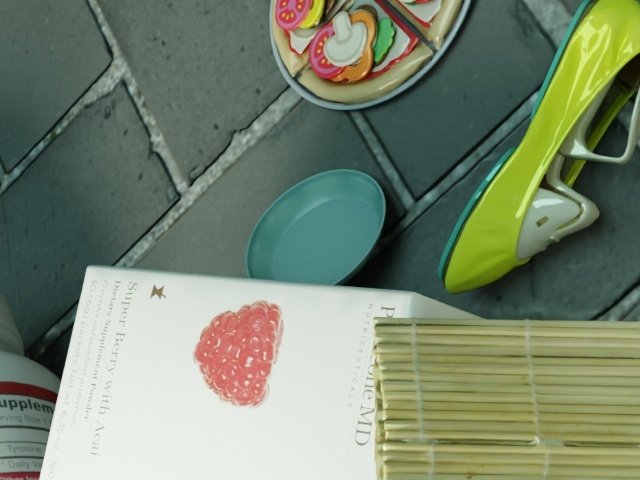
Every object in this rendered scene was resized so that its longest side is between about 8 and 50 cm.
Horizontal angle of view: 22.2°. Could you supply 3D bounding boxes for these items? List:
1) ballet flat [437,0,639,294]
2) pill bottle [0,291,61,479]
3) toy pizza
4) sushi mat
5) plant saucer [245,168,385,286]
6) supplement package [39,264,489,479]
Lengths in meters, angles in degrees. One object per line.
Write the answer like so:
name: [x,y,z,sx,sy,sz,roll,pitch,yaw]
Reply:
ballet flat: [0.161,-0.053,1.081,0.077,0.077,0.231,31,95,24]
pill bottle: [-0.273,0.234,1.241,0.229,0.229,0.407,-39,55,24]
toy pizza: [0.033,-0.199,1.255,0.201,0.032,0.201,-13,68,36]
sushi mat: [0.186,0.119,0.920,0.316,0.019,0.151,1,72,2]
plant saucer: [0.000,0.000,1.206,0.119,0.021,0.119,-20,45,21]
supplement package: [-0.018,0.125,1.099,0.293,0.175,0.177,3,77,40]
